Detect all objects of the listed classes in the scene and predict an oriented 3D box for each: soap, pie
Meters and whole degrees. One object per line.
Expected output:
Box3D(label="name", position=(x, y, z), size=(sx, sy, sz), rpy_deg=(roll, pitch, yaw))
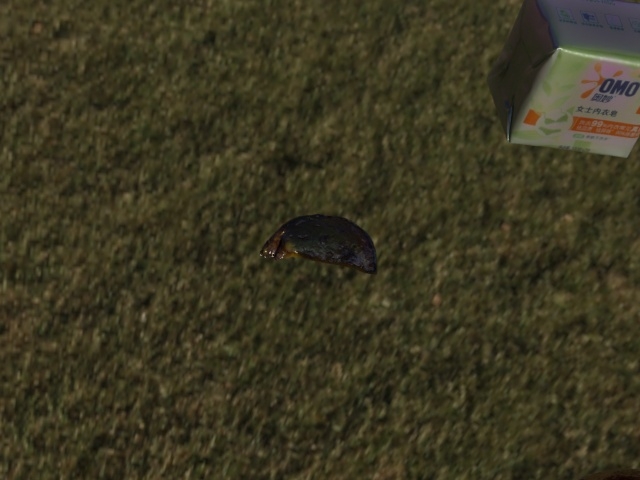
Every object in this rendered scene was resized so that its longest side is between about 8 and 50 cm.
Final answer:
Box3D(label="soap", position=(0.353, -0.225, 1.663), size=(0.199, 0.182, 0.138), rpy_deg=(6, 47, -15))
Box3D(label="pie", position=(0.002, -0.002, 1.963), size=(0.191, 0.033, 0.088), rpy_deg=(8, 68, -7))

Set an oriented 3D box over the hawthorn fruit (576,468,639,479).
Box3D(label="hawthorn fruit", position=(0.348, 0.335, 1.392), size=(0.185, 0.202, 0.185), rpy_deg=(4, 58, -7))
